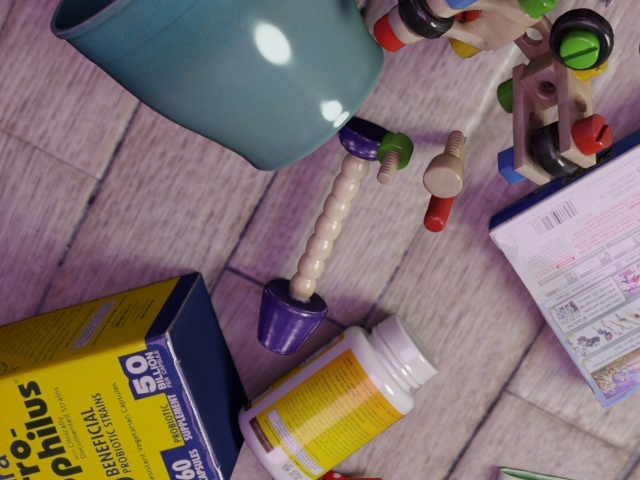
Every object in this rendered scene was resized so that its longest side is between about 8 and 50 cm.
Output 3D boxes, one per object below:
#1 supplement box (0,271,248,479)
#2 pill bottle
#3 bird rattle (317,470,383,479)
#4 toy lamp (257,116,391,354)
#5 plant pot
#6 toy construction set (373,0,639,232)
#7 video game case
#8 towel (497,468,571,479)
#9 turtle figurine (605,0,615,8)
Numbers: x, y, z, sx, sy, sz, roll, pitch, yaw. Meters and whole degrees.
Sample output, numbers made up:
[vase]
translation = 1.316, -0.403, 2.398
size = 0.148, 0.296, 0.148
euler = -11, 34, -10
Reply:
[supplement box]
translation = -0.283, 0.197, 1.625
size = 0.357, 0.195, 0.194
euler = -16, 106, 12
[pill bottle]
translation = 0.022, 0.176, 1.614
size = 0.215, 0.117, 0.117
euler = -37, 101, 7
[bird rattle]
translation = -0.006, 0.395, 1.702
size = 0.207, 0.143, 0.253
euler = -18, 103, 29
[toy lamp]
translation = 0.000, 0.000, 1.588
size = 0.080, 0.080, 0.274
euler = 21, 109, -1
[plant pot]
translation = -0.083, -0.215, 1.438
size = 0.272, 0.271, 0.255
euler = -37, 115, 17
[toy construction set]
translation = 0.179, -0.187, 1.453
size = 0.257, 0.237, 0.309
euler = 25, 135, -4
[video game case]
translation = 0.359, 0.015, 1.558
size = 0.269, 0.061, 0.244
euler = -31, 101, 16
[towel]
translation = 0.305, 0.442, 1.723
size = 0.248, 0.038, 0.324
euler = 11, 110, 4
[turtle figurine]
translation = 0.412, -0.298, 1.399
size = 0.266, 0.198, 0.274
euler = -21, 116, -3
